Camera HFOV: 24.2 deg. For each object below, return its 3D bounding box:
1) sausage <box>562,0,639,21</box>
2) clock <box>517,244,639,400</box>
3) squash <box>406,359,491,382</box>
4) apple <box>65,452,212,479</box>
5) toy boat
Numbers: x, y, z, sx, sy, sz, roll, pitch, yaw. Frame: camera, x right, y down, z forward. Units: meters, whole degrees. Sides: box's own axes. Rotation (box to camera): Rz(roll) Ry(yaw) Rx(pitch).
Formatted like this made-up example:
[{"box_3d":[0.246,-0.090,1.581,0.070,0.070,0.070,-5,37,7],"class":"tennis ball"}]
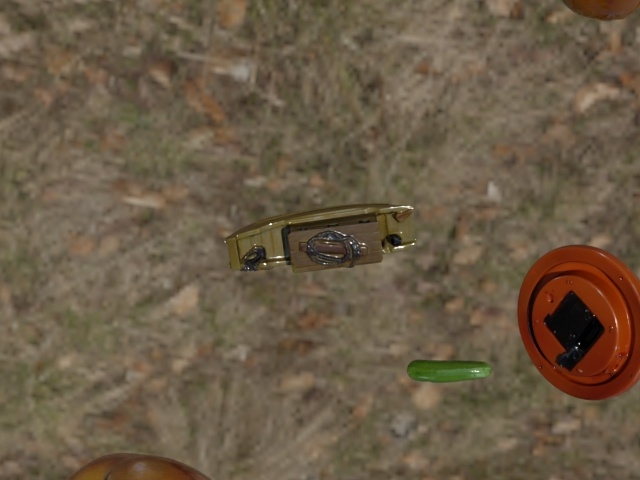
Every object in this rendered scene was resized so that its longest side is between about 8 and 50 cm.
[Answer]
[{"box_3d":[0.302,-0.359,1.531,0.105,0.105,0.274,5,116,4],"class":"sausage"},{"box_3d":[0.338,0.106,1.918,0.051,0.205,0.205,-13,176,-45],"class":"clock"},{"box_3d":[0.133,0.135,1.551,0.089,0.027,0.027,-2,155,16],"class":"squash"},{"box_3d":[-0.146,0.259,1.228,0.199,0.199,0.199,6,156,2],"class":"apple"},{"box_3d":[0.000,0.000,1.552,0.200,0.057,0.077,-7,-161,4],"class":"toy boat"}]
